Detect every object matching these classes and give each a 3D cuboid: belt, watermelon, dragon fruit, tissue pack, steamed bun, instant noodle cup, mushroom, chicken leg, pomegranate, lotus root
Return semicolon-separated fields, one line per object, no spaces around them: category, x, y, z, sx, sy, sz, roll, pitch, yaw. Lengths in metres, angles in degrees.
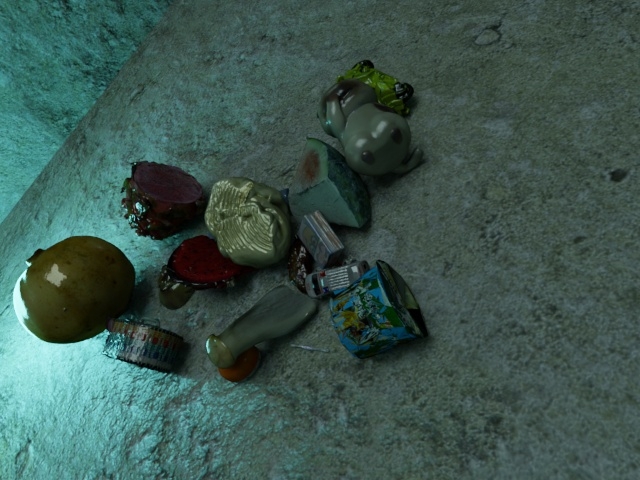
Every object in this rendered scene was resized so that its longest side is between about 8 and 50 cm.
belt;-0.594;0.339;1.675;0.295;0.206;0.161;-3;64;47
watermelon;0.003;-0.157;1.613;0.258;0.228;0.387;-41;43;16
dragon fruit;-0.399;0.100;1.725;0.343;0.100;0.282;22;34;35
tissue pack;0.000;0.000;1.534;0.065;0.115;0.155;-27;70;-27
steamed bun;-0.215;-0.054;1.647;0.289;0.203;0.276;15;91;19
instant noodle cup;0.141;0.191;1.301;0.178;0.240;0.240;-33;50;19
dragon fruit;-0.625;-0.131;1.961;0.314;0.296;0.263;54;131;37
mushroom;-0.178;0.250;1.456;0.328;0.122;0.159;-33;18;-34
chicken leg;-0.056;0.079;1.590;0.105;0.063;0.234;-18;57;27
pomegranate;-0.895;0.170;1.815;0.416;0.416;0.417;-15;56;24
lotus root;-0.541;0.146;1.838;0.183;0.078;0.204;27;81;40

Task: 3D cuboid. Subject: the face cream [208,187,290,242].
face cream;-0.264;-0.098;1.810;0.385;0.086;0.136;-18;70;26

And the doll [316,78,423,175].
doll;0.131;-0.358;1.564;0.215;0.226;0.370;-45;69;17

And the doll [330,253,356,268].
doll;0.067;0.077;1.528;0.058;0.040;0.085;23;80;26

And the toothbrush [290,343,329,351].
toothbrush;-0.032;0.316;1.463;0.131;0.013;0.011;1;74;31

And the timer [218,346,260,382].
timer;-0.252;0.360;1.502;0.099;0.136;0.136;28;79;45

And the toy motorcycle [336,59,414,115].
toy motorcycle;0.169;-0.531;1.763;0.206;0.142;0.342;-44;48;2

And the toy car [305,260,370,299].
toy car;0.042;0.117;1.451;0.209;0.108;0.089;-14;83;20
